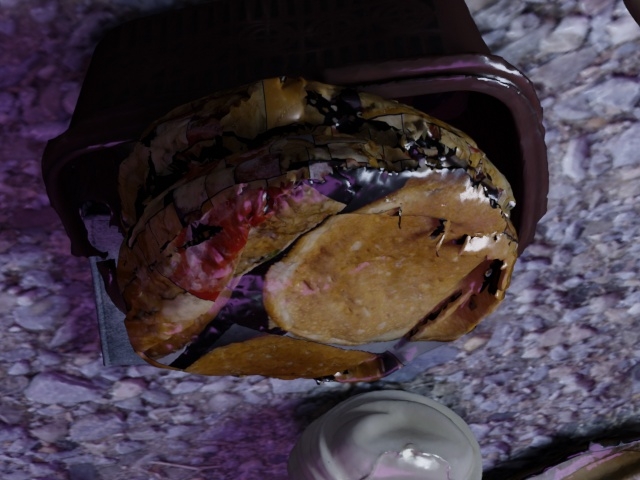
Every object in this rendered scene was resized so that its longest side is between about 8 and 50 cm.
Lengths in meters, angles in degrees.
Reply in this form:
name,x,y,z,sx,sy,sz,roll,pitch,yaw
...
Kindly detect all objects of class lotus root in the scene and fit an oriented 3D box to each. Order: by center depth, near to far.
name,x,y,z,sx,sy,sz,roll,pitch,yaw
lotus root,0.285,0.274,1.247,0.329,0.078,0.167,-30,105,22

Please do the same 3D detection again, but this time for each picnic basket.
name,x,y,z,sx,sy,sz,roll,pitch,yaw
picnic basket,-0.012,-0.063,0.758,0.296,0.129,0.223,-9,143,5

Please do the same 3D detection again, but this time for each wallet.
name,x,y,z,sx,sy,sz,roll,pitch,yaw
wallet,-0.101,0.034,0.939,0.167,0.036,0.222,-1,141,-7

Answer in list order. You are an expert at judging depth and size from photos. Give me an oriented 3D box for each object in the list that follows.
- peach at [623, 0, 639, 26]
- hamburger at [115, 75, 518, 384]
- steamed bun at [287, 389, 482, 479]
name,x,y,z,sx,sy,sz,roll,pitch,yaw
peach,0.222,-0.159,0.711,0.083,0.083,0.083,-4,141,-3
hamburger,0.000,0.000,0.650,0.230,0.107,0.231,-7,143,-6
steamed bun,0.057,0.206,1.120,0.182,0.106,0.183,-3,145,-2
